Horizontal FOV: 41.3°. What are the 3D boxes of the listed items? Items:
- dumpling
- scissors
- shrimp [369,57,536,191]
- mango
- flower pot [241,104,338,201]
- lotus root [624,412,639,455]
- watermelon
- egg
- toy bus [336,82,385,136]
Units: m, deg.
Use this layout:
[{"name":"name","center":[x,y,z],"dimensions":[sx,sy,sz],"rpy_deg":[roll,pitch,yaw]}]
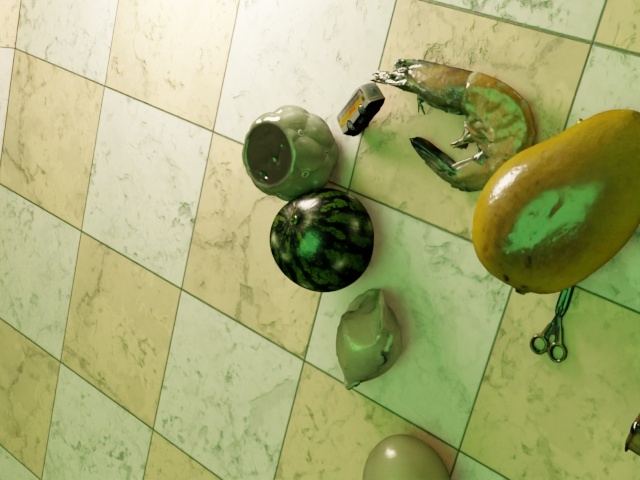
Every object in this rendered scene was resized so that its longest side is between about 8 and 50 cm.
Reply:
[{"name":"dumpling","center":[0.099,0.238,2.137],"dimensions":[0.243,0.175,0.227],"rpy_deg":[-34,46,21]},{"name":"scissors","center":[0.529,0.162,1.876],"dimensions":[0.088,0.017,0.220],"rpy_deg":[25,109,33]},{"name":"shrimp","center":[0.288,-0.281,1.970],"dimensions":[0.445,0.085,0.272],"rpy_deg":[31,119,27]},{"name":"mango","center":[0.505,-0.084,1.747],"dimensions":[0.445,0.220,0.301],"rpy_deg":[-51,61,19]},{"name":"flower pot","center":[-0.074,-0.222,2.169],"dimensions":[0.246,0.195,0.246],"rpy_deg":[5,99,35]},{"name":"lotus root","center":[0.727,0.331,1.578],"dimensions":[0.250,0.316,0.316],"rpy_deg":[37,117,20]},{"name":"watermelon","center":[0.003,0.002,2.112],"dimensions":[0.268,0.269,0.269],"rpy_deg":[6,99,36]},{"name":"egg","center":[0.210,0.603,2.048],"dimensions":[0.219,0.219,0.270],"rpy_deg":[-26,81,36]},{"name":"toy bus","center":[0.097,-0.320,2.075],"dimensions":[0.072,0.057,0.172],"rpy_deg":[64,152,12]}]
